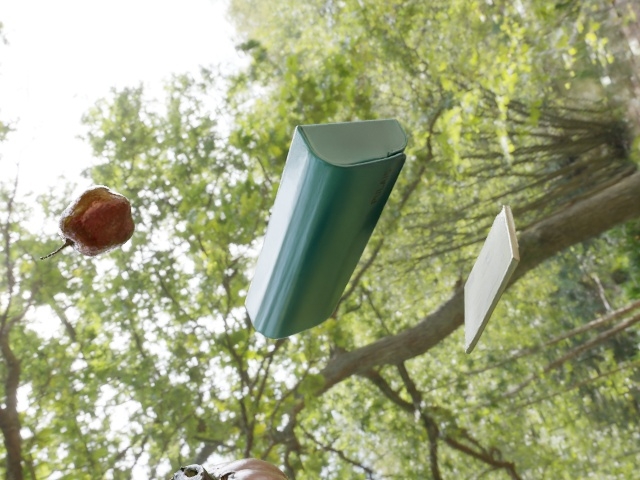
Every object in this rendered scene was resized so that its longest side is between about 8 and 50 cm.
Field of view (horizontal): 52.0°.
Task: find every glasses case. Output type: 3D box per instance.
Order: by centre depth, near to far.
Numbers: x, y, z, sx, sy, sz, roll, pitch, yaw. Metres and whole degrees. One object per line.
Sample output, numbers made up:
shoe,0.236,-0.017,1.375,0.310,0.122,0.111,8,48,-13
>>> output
glasses case,0.002,0.000,0.736,0.070,0.117,0.301,62,149,33

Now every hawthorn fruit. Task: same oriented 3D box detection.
hawthorn fruit,-0.514,-0.025,1.452,0.163,0.162,0.203,59,-139,-20

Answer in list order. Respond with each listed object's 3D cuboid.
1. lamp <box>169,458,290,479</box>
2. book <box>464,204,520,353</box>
lamp,-0.172,0.494,1.094,0.240,0.305,0.305,54,-161,-16
book,0.250,0.052,0.978,0.013,0.168,0.192,20,-152,2
